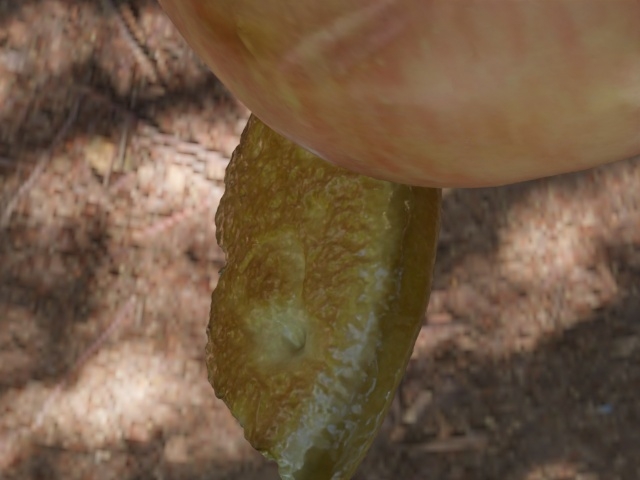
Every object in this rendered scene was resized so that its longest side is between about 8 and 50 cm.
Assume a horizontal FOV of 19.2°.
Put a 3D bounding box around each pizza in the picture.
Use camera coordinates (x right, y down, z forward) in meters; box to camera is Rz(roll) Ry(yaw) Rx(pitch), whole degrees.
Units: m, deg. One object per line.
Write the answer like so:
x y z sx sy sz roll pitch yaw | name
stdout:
0.000 0.000 1.242 0.074 0.365 0.182 23 149 -40 | pizza

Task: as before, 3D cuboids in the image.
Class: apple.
0.082 -0.227 0.820 0.391 0.391 0.346 -18 140 15 | apple
